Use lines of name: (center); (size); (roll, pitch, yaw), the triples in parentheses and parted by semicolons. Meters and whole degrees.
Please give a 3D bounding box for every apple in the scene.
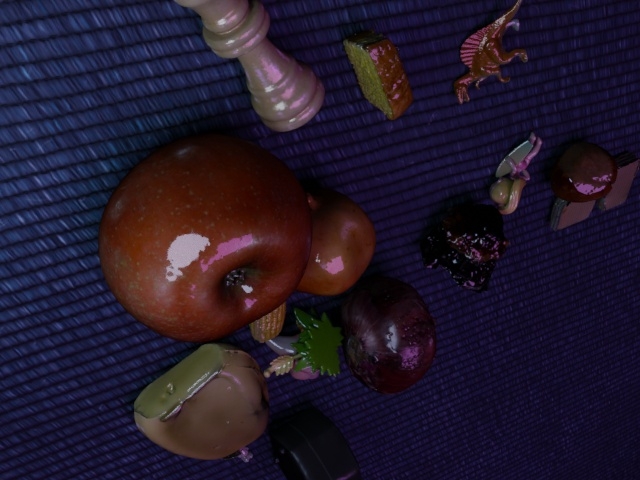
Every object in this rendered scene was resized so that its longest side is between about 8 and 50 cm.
apple: (-0.180, 0.000, 1.503); (0.348, 0.277, 0.349); (-23, 138, -23)

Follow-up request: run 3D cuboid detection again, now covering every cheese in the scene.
cheese: (-0.214, 0.344, 1.923); (0.259, 0.128, 0.316); (-35, 137, 5)

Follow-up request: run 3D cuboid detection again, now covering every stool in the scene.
stool: (-0.012, 0.515, 2.173); (0.141, 0.232, 0.232); (-28, 139, -20)

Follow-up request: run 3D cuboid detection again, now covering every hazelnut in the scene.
hazelnut: (0.599, -0.151, 2.147); (0.154, 0.143, 0.143); (-31, 141, -2)

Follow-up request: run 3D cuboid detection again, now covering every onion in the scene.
onion: (0.153, 0.198, 1.988); (0.219, 0.252, 0.252); (-8, 130, -37)

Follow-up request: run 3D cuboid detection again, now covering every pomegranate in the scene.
pomegranate: (0.001, 0.004, 1.718); (0.209, 0.209, 0.209); (-23, 137, -23)

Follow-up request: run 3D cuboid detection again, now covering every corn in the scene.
corn: (-0.105, 0.131, 1.861); (0.085, 0.063, 0.165); (-45, 151, -37)

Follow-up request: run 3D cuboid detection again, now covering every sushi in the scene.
sushi: (0.328, -0.003, 2.031); (0.172, 0.153, 0.150); (18, 135, -26)

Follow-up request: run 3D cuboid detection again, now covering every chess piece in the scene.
chess piece: (-0.124, -0.321, 1.391); (0.117, 0.117, 0.397); (-41, 140, -1)

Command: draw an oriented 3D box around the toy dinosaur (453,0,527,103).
toy dinosaur: (0.314, -0.369, 1.773); (0.142, 0.057, 0.212); (-14, 125, -4)

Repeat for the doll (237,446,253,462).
doll: (-0.185, 0.475, 2.132); (0.058, 0.040, 0.085); (-32, 141, -29)

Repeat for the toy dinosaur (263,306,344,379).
toy dinosaur: (-0.040, 0.226, 1.986); (0.194, 0.152, 0.177); (16, 153, -37)

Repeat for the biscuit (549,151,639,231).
biscuit: (0.668, -0.118, 2.294); (0.249, 0.046, 0.147); (-23, 139, -24)

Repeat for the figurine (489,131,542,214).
figurine: (0.431, -0.147, 2.052); (0.083, 0.083, 0.187); (27, 97, -49)

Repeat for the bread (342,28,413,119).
bread: (0.101, -0.291, 1.610); (0.065, 0.103, 0.187); (-39, 140, -4)
